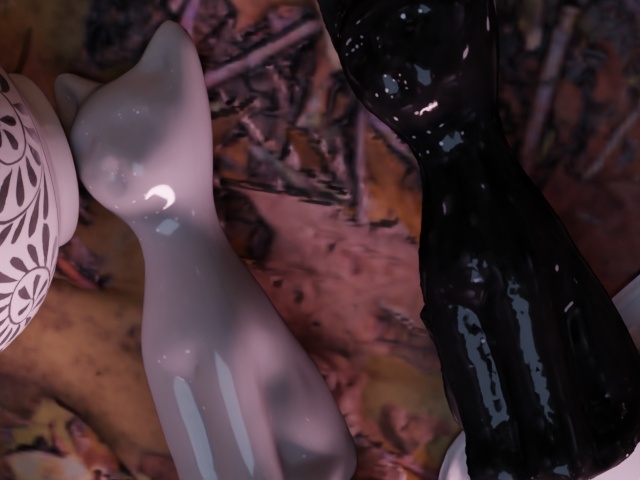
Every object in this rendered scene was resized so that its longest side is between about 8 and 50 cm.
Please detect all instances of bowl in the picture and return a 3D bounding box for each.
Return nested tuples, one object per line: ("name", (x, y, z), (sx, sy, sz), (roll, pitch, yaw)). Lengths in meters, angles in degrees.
("bowl", (-0.149, -0.022, 0.638), (0.080, 0.170, 0.170), (-18, 116, -30))

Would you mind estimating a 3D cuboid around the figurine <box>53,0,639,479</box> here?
("figurine", (0.000, 0.000, 0.626), (0.214, 0.092, 0.210), (-15, 97, 27))

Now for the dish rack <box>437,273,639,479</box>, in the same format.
("dish rack", (0.244, 0.143, 0.665), (0.333, 0.072, 0.285), (41, 113, -10))
